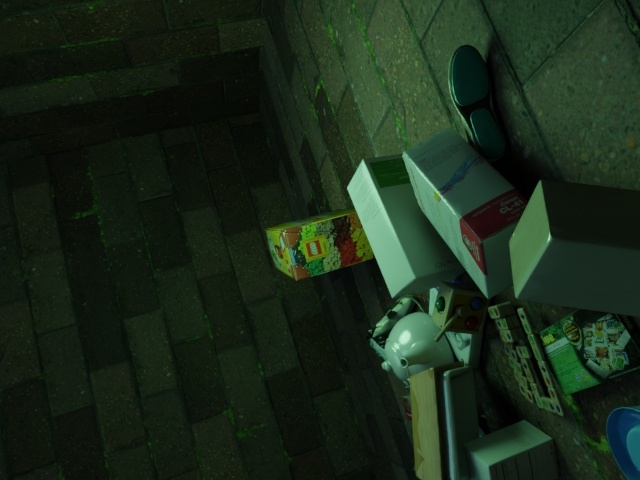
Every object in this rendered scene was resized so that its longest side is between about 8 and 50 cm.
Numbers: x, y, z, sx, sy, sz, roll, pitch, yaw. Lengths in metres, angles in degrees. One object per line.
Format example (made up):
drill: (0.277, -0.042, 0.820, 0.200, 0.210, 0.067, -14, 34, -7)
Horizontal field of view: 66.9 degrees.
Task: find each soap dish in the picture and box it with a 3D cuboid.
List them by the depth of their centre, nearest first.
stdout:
soap dish: (0.322, 0.468, 1.256, 0.229, 0.118, 0.290, 13, -108, -55)

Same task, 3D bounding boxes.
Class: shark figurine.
shark figurine: (0.308, 0.258, 1.707, 0.116, 0.166, 0.278, 45, 140, 12)

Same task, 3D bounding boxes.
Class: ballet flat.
ballet flat: (0.325, -0.283, 1.029, 0.086, 0.086, 0.248, 180, 74, -76)

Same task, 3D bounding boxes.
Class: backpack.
backpack: (0.277, 0.397, 1.864, 0.115, 0.152, 0.182, 65, 168, -28)

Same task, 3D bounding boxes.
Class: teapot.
teapot: (0.282, 0.356, 1.502, 0.252, 0.187, 0.256, -125, 15, -57)

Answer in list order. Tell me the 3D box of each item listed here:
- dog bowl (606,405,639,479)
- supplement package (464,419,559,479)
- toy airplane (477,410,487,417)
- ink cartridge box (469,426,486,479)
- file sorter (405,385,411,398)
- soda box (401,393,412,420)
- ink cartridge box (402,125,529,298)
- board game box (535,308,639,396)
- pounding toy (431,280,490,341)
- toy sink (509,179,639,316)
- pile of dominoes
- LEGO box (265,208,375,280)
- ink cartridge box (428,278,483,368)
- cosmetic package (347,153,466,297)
dog bowl: (0.568, 0.335, 0.708, 0.297, 0.074, 0.166, 165, 90, -77)
supplement package: (0.453, 0.524, 1.154, 0.105, 0.179, 0.105, -158, 54, -74)
toy airplane: (0.450, 0.505, 1.473, 0.151, 0.028, 0.151, 163, 90, -77)
ink cartridge box: (0.456, 0.724, 1.395, 0.270, 0.151, 0.395, 84, 159, -45)
file sorter: (0.342, 0.458, 1.702, 0.118, 0.104, 0.170, 114, 140, -68)
soda box: (0.381, 0.602, 1.746, 0.263, 0.083, 0.092, 123, 132, -73)
ink cartridge box: (0.319, -0.064, 1.037, 0.226, 0.131, 0.306, 58, -175, -50)
board game box: (0.505, 0.204, 0.919, 0.259, 0.030, 0.136, 102, 148, -62)
pounding toy: (0.343, 0.182, 1.215, 0.100, 0.141, 0.130, -137, 57, -72)
toy sink: (0.430, 0.012, 0.733, 0.153, 0.234, 0.131, 90, -170, -51)
pile of dominoes: (0.452, 0.267, 1.112, 0.196, 0.040, 0.251, 92, 161, -78)
LEGO box: (0.000, 0.000, 2.014, 0.500, 0.372, 0.193, -169, 65, -76)
ink cartridge box: (0.384, 0.218, 1.389, 0.223, 0.045, 0.224, -123, 22, -52)
cosmetic package: (0.238, -0.047, 1.344, 0.365, 0.197, 0.155, 68, 155, 22)
